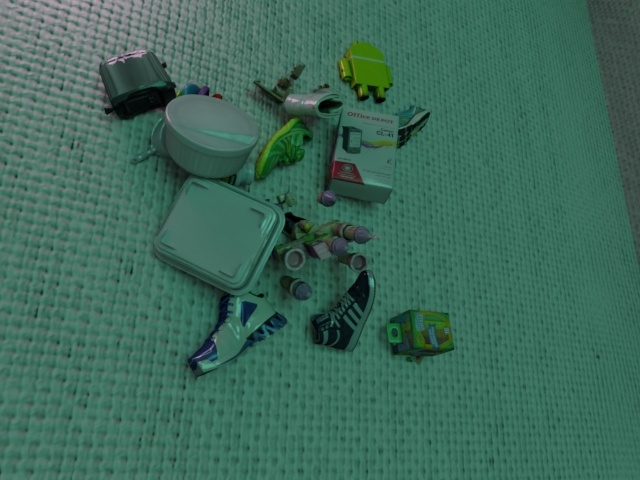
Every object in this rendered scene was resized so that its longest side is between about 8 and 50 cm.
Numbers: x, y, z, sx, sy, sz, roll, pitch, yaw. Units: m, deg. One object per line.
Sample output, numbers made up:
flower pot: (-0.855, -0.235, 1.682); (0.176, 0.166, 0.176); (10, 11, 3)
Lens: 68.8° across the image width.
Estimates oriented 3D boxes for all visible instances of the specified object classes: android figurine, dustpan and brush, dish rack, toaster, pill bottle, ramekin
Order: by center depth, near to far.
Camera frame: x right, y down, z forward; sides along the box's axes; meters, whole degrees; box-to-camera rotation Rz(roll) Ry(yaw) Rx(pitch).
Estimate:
dish rack: (-0.295, -0.030, 1.316); (0.332, 0.072, 0.286); (24, 80, 10)
ramekin: (-0.323, -0.296, 1.362); (0.272, 0.127, 0.273); (16, 40, -14)
toaster: (-0.559, -0.468, 1.403); (0.226, 0.129, 0.147); (-24, 81, -14)
dustpan and brush: (-0.482, -0.292, 1.428); (0.211, 0.060, 0.147); (-43, 120, -30)
pill bottle: (-0.307, -0.220, 1.472); (0.184, 0.103, 0.103); (3, 72, -26)
android figurine: (0.190, -0.700, 1.923); (0.248, 0.056, 0.273); (-4, 76, -28)

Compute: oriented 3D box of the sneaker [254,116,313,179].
sneaker: (-0.118, -0.308, 1.597); (0.123, 0.109, 0.296); (40, 59, -6)

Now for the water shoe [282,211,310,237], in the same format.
water shoe: (-0.048, -0.024, 1.554); (0.203, 0.080, 0.073); (27, 63, -17)

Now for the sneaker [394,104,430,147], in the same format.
sneaker: (0.329, -0.465, 1.908); (0.110, 0.107, 0.275); (38, 60, 23)

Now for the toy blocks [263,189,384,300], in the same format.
toy blocks: (0.000, 0.000, 1.397); (0.288, 0.260, 0.309); (-23, 106, -20)

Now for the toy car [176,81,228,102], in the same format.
toy car: (-0.373, -0.430, 1.488); (0.181, 0.136, 0.159); (28, 63, -17)

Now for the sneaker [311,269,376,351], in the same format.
sneaker: (0.066, 0.216, 1.465); (0.153, 0.099, 0.283); (12, 106, -18)

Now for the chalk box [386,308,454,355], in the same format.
chalk box: (0.326, 0.318, 1.598); (0.212, 0.132, 0.133); (8, 64, -24)

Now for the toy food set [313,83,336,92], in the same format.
toy food set: (0.011, -0.567, 1.805); (0.078, 0.019, 0.122); (37, 60, -12)

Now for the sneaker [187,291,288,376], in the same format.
sneaker: (-0.259, 0.241, 1.341); (0.315, 0.127, 0.182); (-28, 84, -39)

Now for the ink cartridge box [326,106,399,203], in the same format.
ink cartridge box: (0.157, -0.310, 1.696); (0.225, 0.131, 0.307); (9, 70, -3)

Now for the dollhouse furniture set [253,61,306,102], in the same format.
dollhouse furniture set: (-0.147, -0.587, 1.657); (0.123, 0.144, 0.151); (31, 98, -15)

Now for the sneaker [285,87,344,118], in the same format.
sneaker: (0.031, -0.482, 1.670); (0.292, 0.169, 0.108); (-27, 125, -46)

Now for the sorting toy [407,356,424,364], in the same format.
sorting toy: (0.338, 0.408, 1.651); (0.062, 0.012, 0.083); (48, 58, -6)
